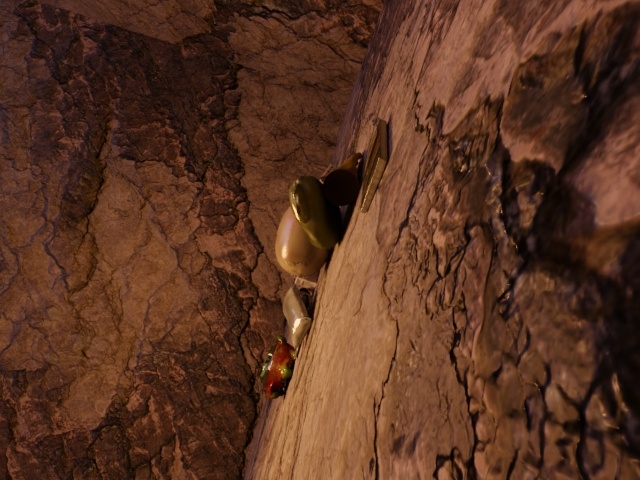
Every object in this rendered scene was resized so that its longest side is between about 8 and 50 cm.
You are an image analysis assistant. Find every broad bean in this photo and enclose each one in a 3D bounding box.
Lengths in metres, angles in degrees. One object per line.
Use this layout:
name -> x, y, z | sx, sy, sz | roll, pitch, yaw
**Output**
broad bean -> -0.012, -0.100, 1.389 | 0.291, 0.118, 0.238 | 54, -154, -44

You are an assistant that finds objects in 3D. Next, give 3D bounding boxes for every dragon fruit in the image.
dragon fruit -> -0.190, 0.577, 1.872 | 0.295, 0.129, 0.269 | 116, 174, -70

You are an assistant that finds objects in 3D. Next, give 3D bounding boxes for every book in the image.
book -> 0.137, -0.195, 1.057 | 0.228, 0.024, 0.160 | -80, 5, -51

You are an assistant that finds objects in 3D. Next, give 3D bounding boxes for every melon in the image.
melon -> -0.059, -0.011, 1.603 | 0.223, 0.222, 0.318 | -157, 84, -86

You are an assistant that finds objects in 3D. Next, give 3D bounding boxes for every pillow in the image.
pillow -> -0.103, 0.298, 1.654 | 0.254, 0.078, 0.145 | -122, 47, -58

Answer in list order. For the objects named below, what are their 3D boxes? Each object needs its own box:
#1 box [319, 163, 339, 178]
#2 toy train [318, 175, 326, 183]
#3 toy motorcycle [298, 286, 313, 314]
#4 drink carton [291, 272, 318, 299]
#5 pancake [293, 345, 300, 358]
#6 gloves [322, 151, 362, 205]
box -> 0.013, -0.244, 2.165 | 0.221, 0.091, 0.274 | -56, -4, -26
toy train -> 0.026, -0.207, 1.948 | 0.081, 0.125, 0.194 | -73, 2, -51
toy motorcycle -> -0.076, 0.284, 1.790 | 0.215, 0.079, 0.123 | -115, 42, -68
drink carton -> -0.074, 0.196, 1.934 | 0.222, 0.101, 0.134 | 113, 175, -48
pancake -> -0.096, 0.456, 1.772 | 0.108, 0.017, 0.108 | 17, -90, -90
gloves -> 0.093, -0.220, 1.410 | 0.133, 0.116, 0.294 | -42, 9, 24
